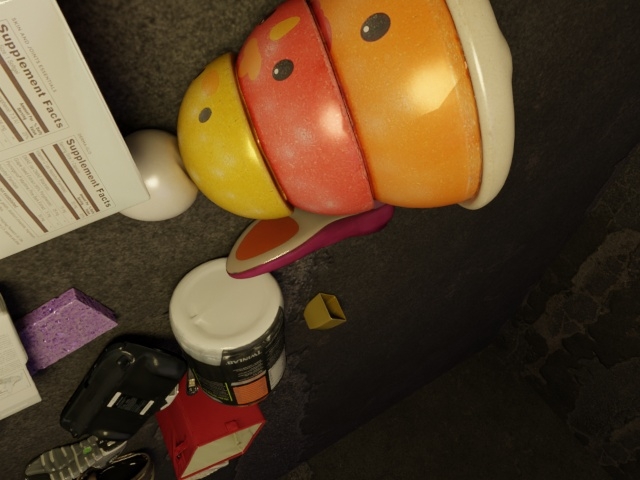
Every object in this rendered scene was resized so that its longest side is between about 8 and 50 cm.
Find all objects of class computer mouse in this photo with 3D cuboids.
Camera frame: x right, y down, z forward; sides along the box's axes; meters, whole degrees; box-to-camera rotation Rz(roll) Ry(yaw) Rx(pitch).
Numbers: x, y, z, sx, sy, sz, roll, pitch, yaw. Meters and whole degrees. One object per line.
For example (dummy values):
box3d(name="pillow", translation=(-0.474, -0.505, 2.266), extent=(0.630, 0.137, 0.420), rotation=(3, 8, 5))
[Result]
box3d(name="computer mouse", translation=(-0.354, 0.344, 1.047), extent=(0.193, 0.106, 0.042), rotation=(-36, 143, 16))

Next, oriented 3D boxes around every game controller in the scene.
box3d(name="game controller", translation=(-0.411, 0.320, 0.932), extent=(0.166, 0.067, 0.319), rotation=(23, 122, -34))

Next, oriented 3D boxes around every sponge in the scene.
box3d(name="sponge", translation=(-0.466, 0.166, 0.748), extent=(0.210, 0.031, 0.117), rotation=(-31, 148, -8))

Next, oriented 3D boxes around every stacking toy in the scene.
box3d(name="stacking toy", translation=(-0.050, -0.132, 0.560), extent=(0.480, 0.350, 0.350), rotation=(-21, 149, 4))

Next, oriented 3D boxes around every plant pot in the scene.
box3d(name="plant pot", translation=(0.003, 0.200, 1.212), extent=(0.083, 0.081, 0.081), rotation=(-37, 151, 21))

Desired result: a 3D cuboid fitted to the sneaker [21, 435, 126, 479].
box3d(name="sneaker", translation=(-0.577, 0.539, 1.085), extent=(0.229, 0.086, 0.132), rotation=(-17, 146, -30))

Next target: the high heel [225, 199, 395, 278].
box3d(name="high heel", translation=(0.000, 0.000, 0.883), extent=(0.377, 0.127, 0.181), rotation=(-31, 138, -15))

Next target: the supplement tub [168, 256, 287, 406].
box3d(name="supplement tub", translation=(-0.173, 0.206, 0.920), extent=(0.207, 0.207, 0.338), rotation=(-23, 147, -20))

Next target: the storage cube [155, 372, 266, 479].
box3d(name="storage cube", translation=(-0.287, 0.448, 1.144), extent=(0.215, 0.193, 0.183), rotation=(-5, 137, -40))

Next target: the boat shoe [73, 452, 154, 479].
box3d(name="boat shoe", translation=(-0.618, 0.665, 1.193), extent=(0.355, 0.132, 0.130), rotation=(-16, 135, -44))

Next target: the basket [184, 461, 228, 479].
box3d(name="basket", translation=(-0.359, 0.596, 1.298), extent=(0.103, 0.167, 0.113), rotation=(-40, 149, 15))

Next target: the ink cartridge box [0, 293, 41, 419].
box3d(name="ink cartridge box", translation=(-0.552, 0.206, 0.602), extent=(0.275, 0.060, 0.239), rotation=(-23, 146, -35))

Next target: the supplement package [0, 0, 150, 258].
box3d(name="supplement package", translation=(-0.323, -0.108, 0.363), extent=(0.263, 0.199, 0.198), rotation=(-26, 147, -17))
